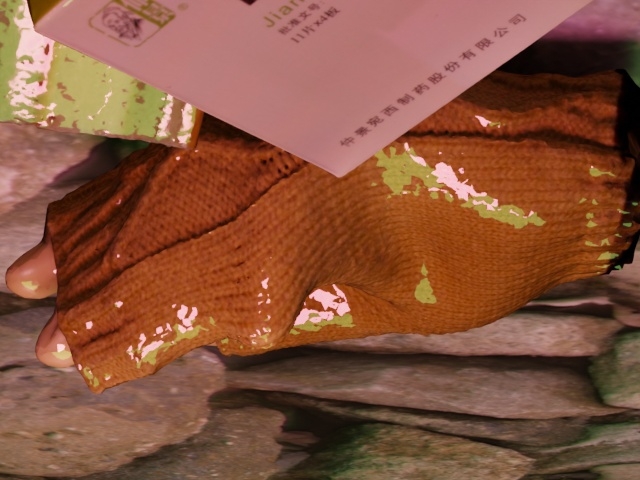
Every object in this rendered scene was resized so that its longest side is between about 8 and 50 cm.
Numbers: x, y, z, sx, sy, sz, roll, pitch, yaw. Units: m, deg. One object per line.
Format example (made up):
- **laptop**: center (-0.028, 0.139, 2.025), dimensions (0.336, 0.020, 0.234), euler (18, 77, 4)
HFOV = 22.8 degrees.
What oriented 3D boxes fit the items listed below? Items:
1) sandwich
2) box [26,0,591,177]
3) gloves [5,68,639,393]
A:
- **sandwich**: center (-0.098, -0.148, 0.721), dimensions (0.117, 0.144, 0.187), euler (7, 122, -16)
- **box**: center (0.038, -0.137, 0.588), dimensions (0.260, 0.062, 0.175), euler (-34, 143, 29)
- **gloves**: center (0.004, -0.016, 0.861), dimensions (0.356, 0.155, 0.203), euler (-16, 165, -1)
